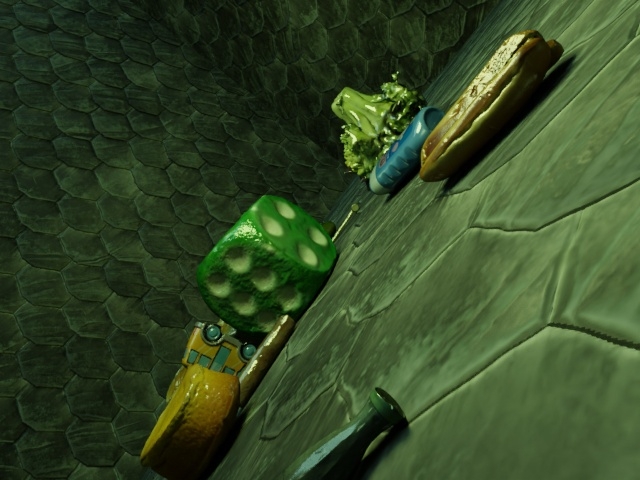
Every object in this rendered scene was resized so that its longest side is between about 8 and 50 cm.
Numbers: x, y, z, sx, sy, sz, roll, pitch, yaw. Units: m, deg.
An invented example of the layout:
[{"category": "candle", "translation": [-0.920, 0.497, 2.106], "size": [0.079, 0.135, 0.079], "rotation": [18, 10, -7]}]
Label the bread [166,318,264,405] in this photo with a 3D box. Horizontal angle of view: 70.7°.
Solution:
[{"category": "bread", "translation": [-0.320, 0.407, 1.437], "size": [0.389, 0.183, 0.236], "rotation": [-46, 20, 14]}]

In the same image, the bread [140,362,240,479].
[{"category": "bread", "translation": [-0.260, 0.381, 0.930], "size": [0.270, 0.142, 0.195], "rotation": [-53, 14, 24]}]

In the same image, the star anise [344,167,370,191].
[{"category": "star anise", "translation": [0.207, -0.296, 1.671], "size": [0.212, 0.129, 0.282], "rotation": [-45, -2, 22]}]

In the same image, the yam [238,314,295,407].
[{"category": "yam", "translation": [-0.136, 0.282, 1.070], "size": [0.241, 0.056, 0.057], "rotation": [-57, 5, -25]}]

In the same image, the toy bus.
[{"category": "toy bus", "translation": [-0.255, 0.308, 1.173], "size": [0.136, 0.209, 0.126], "rotation": [-65, 8, -21]}]

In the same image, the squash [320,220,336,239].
[{"category": "squash", "translation": [0.001, 0.001, 1.741], "size": [0.087, 0.087, 0.331], "rotation": [-52, 5, 23]}]

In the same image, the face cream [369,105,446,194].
[{"category": "face cream", "translation": [0.202, -0.202, 1.090], "size": [0.149, 0.083, 0.264], "rotation": [-52, 2, -39]}]

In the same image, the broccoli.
[{"category": "broccoli", "translation": [0.169, -0.357, 1.374], "size": [0.294, 0.280, 0.348], "rotation": [-55, 13, -1]}]

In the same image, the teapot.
[{"category": "teapot", "translation": [0.021, 0.159, 0.346], "size": [0.111, 0.042, 0.043], "rotation": [-48, 4, 11]}]

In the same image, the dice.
[{"category": "dice", "translation": [-0.145, 0.070, 1.269], "size": [0.287, 0.297, 0.300], "rotation": [-47, 6, 28]}]

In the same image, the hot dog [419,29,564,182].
[{"category": "hot dog", "translation": [0.227, -0.175, 0.637], "size": [0.250, 0.068, 0.100], "rotation": [-53, 16, 42]}]

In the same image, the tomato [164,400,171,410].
[{"category": "tomato", "translation": [-0.341, 0.467, 1.233], "size": [0.195, 0.136, 0.195], "rotation": [-50, 5, 7]}]

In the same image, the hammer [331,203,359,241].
[{"category": "hammer", "translation": [0.080, -0.051, 1.683], "size": [0.195, 0.028, 0.060], "rotation": [-55, -2, -5]}]
